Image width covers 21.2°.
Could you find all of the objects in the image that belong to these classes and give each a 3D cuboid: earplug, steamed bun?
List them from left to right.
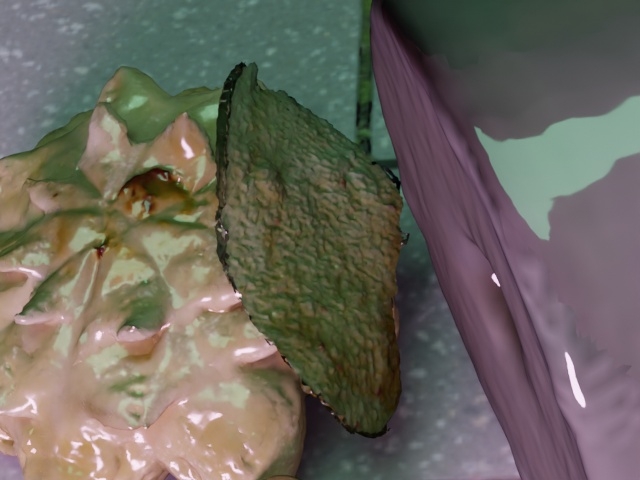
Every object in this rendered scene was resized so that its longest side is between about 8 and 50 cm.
[{"bbox_3d":[-0.099,0.025,0.969,0.295,0.137,0.292,-21,57,-2],"label":"steamed bun"},{"bbox_3d":[0.252,-0.045,0.811,0.394,0.312,0.312,-23,54,-2],"label":"earplug"}]

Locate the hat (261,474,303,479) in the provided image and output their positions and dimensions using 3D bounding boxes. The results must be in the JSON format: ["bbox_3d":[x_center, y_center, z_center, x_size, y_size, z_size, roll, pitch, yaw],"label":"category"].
[{"bbox_3d":[-0.002,0.197,0.872,0.146,0.067,0.146,-27,56,48],"label":"hat"}]

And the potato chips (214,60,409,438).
[{"bbox_3d":[0.000,0.000,0.910,0.142,0.026,0.209,-34,93,-42],"label":"potato chips"}]
